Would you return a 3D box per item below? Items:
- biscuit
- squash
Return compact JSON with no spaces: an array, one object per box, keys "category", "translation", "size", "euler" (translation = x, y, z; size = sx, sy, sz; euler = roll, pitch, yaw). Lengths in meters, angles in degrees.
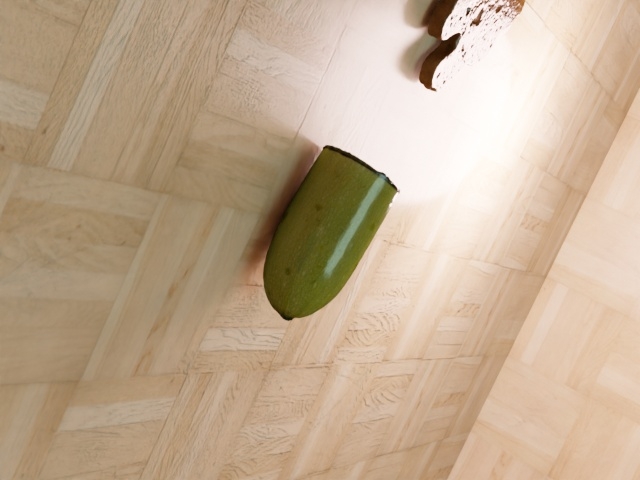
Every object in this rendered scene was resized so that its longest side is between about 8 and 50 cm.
[{"category":"biscuit","translation":[0.252,-0.362,1.796],"size":[0.295,0.044,0.186],"euler":[-36,148,-43]},{"category":"squash","translation":[0.000,0.000,1.562],"size":[0.247,0.132,0.132],"euler":[-61,156,-3]}]
